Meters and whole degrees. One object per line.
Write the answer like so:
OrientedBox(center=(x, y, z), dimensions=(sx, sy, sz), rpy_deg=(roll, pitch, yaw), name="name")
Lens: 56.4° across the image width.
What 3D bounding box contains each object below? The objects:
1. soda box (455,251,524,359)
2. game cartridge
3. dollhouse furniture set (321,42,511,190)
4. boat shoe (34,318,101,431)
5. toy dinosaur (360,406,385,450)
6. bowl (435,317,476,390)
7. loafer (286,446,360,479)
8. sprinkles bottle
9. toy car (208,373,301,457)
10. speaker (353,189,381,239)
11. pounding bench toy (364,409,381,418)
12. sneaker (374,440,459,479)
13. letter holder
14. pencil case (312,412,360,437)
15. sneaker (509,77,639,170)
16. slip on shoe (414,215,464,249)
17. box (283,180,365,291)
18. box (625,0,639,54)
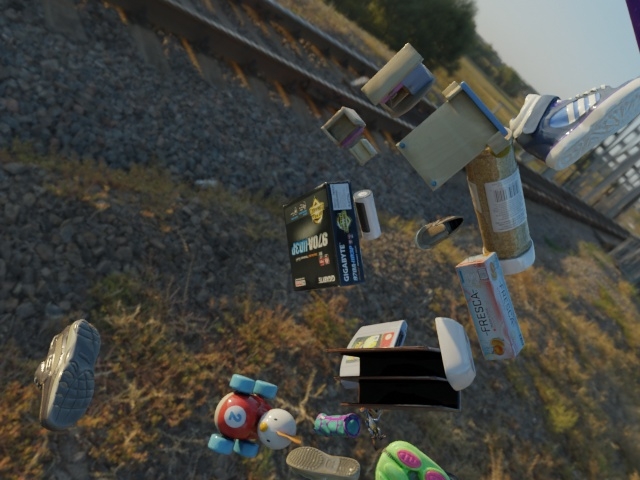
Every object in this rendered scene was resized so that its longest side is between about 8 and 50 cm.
OrientedBox(center=(0.301, 0.116, 1.061), dimensions=(0.063, 0.058, 0.183), rpy_deg=(-25, 98, -50), name="soda box")
OrientedBox(center=(0.178, 0.389, 2.064), dimensions=(0.060, 0.196, 0.294), rpy_deg=(60, 32, -19), name="game cartridge")
OrientedBox(center=(0.223, -0.222, 1.322), dimensions=(0.303, 0.286, 0.198), rpy_deg=(51, 16, 12), name="dollhouse furniture set")
OrientedBox(center=(-0.716, 0.383, 1.671), dimensions=(0.132, 0.130, 0.355), rpy_deg=(58, 16, -34), name="boat shoe")
OrientedBox(center=(0.117, 0.444, 1.435), dimensions=(0.047, 0.090, 0.082), rpy_deg=(7, 25, -32), name="toy dinosaur")
OrientedBox(center=(0.291, 0.239, 1.269), dimensions=(0.142, 0.053, 0.141), rpy_deg=(53, 28, -56), name="bowl")
OrientedBox(center=(0.008, 0.777, 2.020), dimensions=(0.102, 0.269, 0.092), rpy_deg=(-47, 135, -50), name="loafer")
OrientedBox(center=(0.422, -0.089, 1.413), dimensions=(0.121, 0.121, 0.355), rpy_deg=(-94, 165, -59), name="sprinkles bottle")
OrientedBox(center=(-0.162, 0.530, 1.718), dimensions=(0.238, 0.219, 0.210), rpy_deg=(9, -15, 39), name="toy car")
OrientedBox(center=(0.132, -0.071, 1.673), dimensions=(0.055, 0.055, 0.136), rpy_deg=(-90, 167, -60), name="speaker")
OrientedBox(center=(0.168, 0.581, 2.058), dimensions=(0.065, 0.052, 0.083), rpy_deg=(41, 39, 11), name="pounding bench toy")
OrientedBox(center=(0.273, 0.649, 1.453), dimensions=(0.482, 0.185, 0.202), rpy_deg=(52, -1, -23), name="sneaker")
OrientedBox(center=(0.180, 0.357, 1.542), dimensions=(0.214, 0.302, 0.151), rpy_deg=(24, 63, -51), name="letter holder")
OrientedBox(center=(0.046, 0.520, 1.682), dimensions=(0.064, 0.152, 0.070), rpy_deg=(-44, 104, -38), name="pencil case")
OrientedBox(center=(0.657, -0.355, 1.571), dimensions=(0.130, 0.323, 0.236), rpy_deg=(36, 16, -53), name="sneaker")
OrientedBox(center=(0.267, -0.020, 1.336), dimensions=(0.135, 0.041, 0.051), rpy_deg=(-22, 87, -28), name="slip on shoe")
OrientedBox(center=(0.000, 0.000, 1.075), dimensions=(0.051, 0.220, 0.175), rpy_deg=(-6, 86, -23), name="box")
OrientedBox(center=(0.410, -0.152, 0.641), dimensions=(0.201, 0.057, 0.293), rpy_deg=(-25, 98, -48), name="box")
